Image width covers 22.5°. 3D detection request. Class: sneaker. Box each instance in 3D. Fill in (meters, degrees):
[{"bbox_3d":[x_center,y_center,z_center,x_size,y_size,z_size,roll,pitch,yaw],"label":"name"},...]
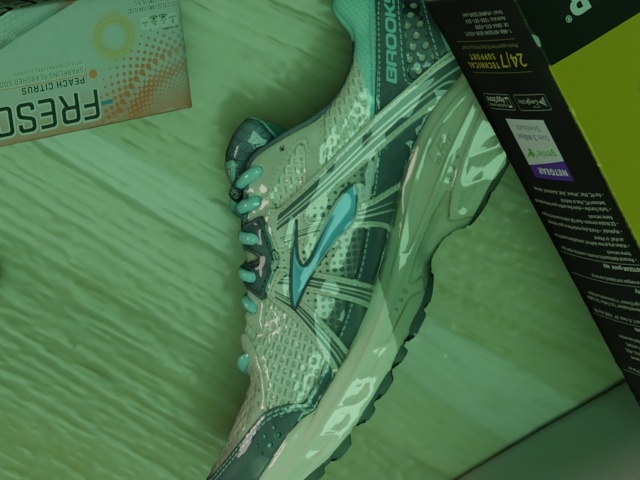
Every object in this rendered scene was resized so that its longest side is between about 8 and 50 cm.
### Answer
[{"bbox_3d":[0.000,0.000,0.801,0.122,0.110,0.283,27,93,-1],"label":"sneaker"}]

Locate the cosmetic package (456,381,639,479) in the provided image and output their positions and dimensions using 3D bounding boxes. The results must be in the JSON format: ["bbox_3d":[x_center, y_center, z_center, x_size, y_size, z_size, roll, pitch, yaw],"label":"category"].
[{"bbox_3d":[0.309,0.114,0.789,0.453,0.230,0.161,-30,107,3],"label":"cosmetic package"}]

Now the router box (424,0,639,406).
[{"bbox_3d":[0.234,-0.087,0.754,0.309,0.081,0.243,-36,108,-17],"label":"router box"}]

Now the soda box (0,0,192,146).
[{"bbox_3d":[-0.152,-0.076,0.735,0.183,0.058,0.063,-15,108,-30],"label":"soda box"}]
